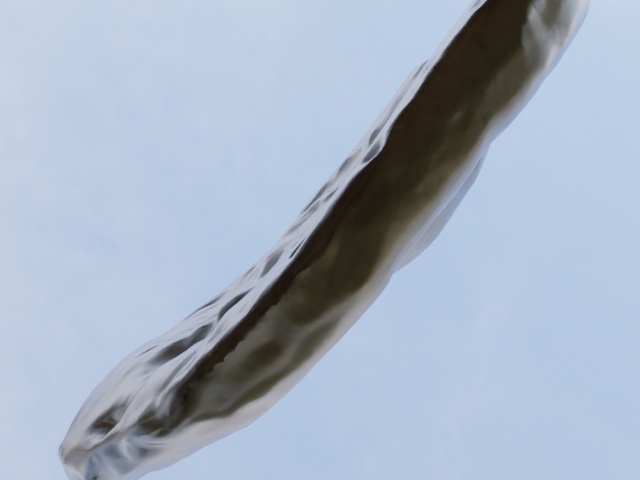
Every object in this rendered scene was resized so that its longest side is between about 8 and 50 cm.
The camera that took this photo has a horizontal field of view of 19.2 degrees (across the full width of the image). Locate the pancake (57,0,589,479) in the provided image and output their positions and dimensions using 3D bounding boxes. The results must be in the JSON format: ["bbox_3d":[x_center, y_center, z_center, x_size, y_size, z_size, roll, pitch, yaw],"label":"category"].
[{"bbox_3d":[0.001,0.001,0.572,0.042,0.236,0.222,42,-136,-5],"label":"pancake"}]
